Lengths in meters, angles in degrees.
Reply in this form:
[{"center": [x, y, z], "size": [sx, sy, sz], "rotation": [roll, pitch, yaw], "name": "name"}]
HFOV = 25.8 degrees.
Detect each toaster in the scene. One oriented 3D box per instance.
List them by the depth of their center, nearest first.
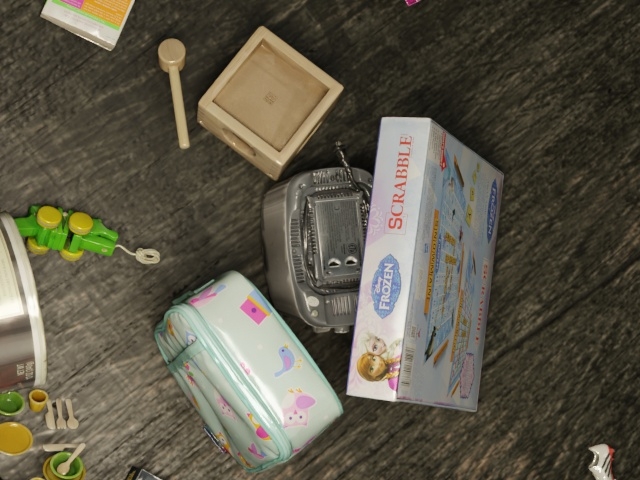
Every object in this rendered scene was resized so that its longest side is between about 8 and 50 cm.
[{"center": [0.000, 0.000, 1.701], "size": [0.129, 0.146, 0.227], "rotation": [-7, 90, -21], "name": "toaster"}]

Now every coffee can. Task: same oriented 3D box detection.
[{"center": [-0.453, 0.091, 1.501], "size": [0.275, 0.201, 0.202], "rotation": [-12, 91, -20], "name": "coffee can"}]

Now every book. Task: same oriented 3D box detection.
[{"center": [-0.266, -0.316, 1.687], "size": [0.096, 0.035, 0.144], "rotation": [25, 78, -14], "name": "book"}]

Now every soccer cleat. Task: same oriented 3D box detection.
[{"center": [0.379, 0.316, 1.884], "size": [0.035, 0.029, 0.083], "rotation": [-1, 84, -11], "name": "soccer cleat"}]

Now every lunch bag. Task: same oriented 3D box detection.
[{"center": [-0.095, 0.149, 1.592], "size": [0.108, 0.279, 0.224], "rotation": [-38, 88, -19], "name": "lunch bag"}]

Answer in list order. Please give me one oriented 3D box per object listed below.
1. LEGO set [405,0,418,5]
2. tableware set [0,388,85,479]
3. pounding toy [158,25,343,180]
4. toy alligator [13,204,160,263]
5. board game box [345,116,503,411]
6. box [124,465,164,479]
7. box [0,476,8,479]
[{"center": [0.075, -0.412, 1.788], "size": [0.093, 0.087, 0.227], "rotation": [-35, 101, -34], "name": "LEGO set"}, {"center": [-0.320, 0.229, 1.586], "size": [0.104, 0.024, 0.154], "rotation": [2, 44, -22], "name": "tableware set"}, {"center": [-0.111, -0.168, 1.706], "size": [0.206, 0.094, 0.181], "rotation": [37, 78, 1], "name": "pounding toy"}, {"center": [-0.282, -0.011, 1.653], "size": [0.189, 0.056, 0.051], "rotation": [11, 42, -19], "name": "toy alligator"}, {"center": [0.134, 0.041, 1.682], "size": [0.065, 0.318, 0.319], "rotation": [5, 82, 23], "name": "board game box"}, {"center": [-0.167, 0.397, 1.666], "size": [0.220, 0.051, 0.175], "rotation": [31, 77, -16], "name": "box"}, {"center": [-0.367, 0.353, 1.575], "size": [0.156, 0.093, 0.158], "rotation": [28, 79, -16], "name": "box"}]
